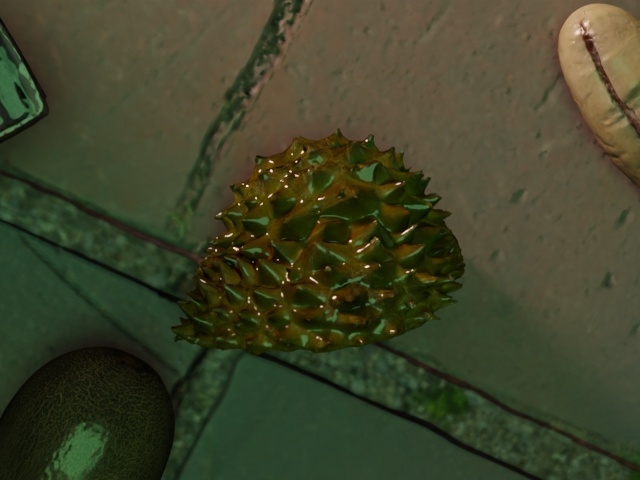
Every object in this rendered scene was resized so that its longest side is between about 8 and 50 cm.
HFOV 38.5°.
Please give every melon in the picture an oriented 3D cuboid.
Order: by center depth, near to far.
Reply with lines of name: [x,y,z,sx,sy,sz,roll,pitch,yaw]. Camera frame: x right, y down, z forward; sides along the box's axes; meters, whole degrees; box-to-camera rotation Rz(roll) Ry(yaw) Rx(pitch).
melon: [-0.138,0.122,0.521,0.098,0.098,0.130,29,98,-12]

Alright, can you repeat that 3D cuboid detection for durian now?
durian: [-0.001,-0.004,0.514,0.187,0.119,0.108,-12,104,-6]

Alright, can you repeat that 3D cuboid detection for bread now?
bread: [0.228,-0.060,0.578,0.073,0.053,0.214,-44,103,3]

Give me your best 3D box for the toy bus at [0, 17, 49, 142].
toy bus: [-0.271,-0.037,0.473,0.268,0.106,0.092,-29,102,-2]
